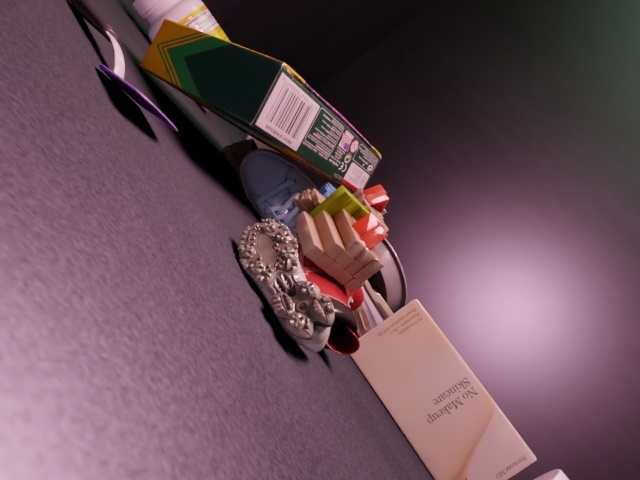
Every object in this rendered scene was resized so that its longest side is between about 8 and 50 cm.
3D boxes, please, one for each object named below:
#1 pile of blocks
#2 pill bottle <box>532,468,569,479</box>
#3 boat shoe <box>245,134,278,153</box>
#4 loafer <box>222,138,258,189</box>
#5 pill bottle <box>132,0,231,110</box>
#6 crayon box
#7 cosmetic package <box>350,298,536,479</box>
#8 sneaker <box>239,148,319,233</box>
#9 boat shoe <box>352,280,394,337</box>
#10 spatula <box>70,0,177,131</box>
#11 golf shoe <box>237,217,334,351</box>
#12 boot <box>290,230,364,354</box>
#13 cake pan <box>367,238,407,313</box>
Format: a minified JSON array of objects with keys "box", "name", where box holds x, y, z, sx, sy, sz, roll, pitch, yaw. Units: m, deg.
[{"box":[0.049,-0.056,0.703,0.149,0.113,0.362,48,15,-10],"name":"pile of blocks"},{"box":[0.481,0.614,0.731,0.362,0.210,0.210,56,3,31],"name":"pill bottle"},{"box":[-0.212,-0.305,1.578,0.103,0.118,0.320,49,-4,24],"name":"boat shoe"},{"box":[-0.139,-0.150,0.975,0.251,0.087,0.094,55,2,25],"name":"loafer"},{"box":[-0.367,-0.563,1.234,0.334,0.188,0.188,52,3,-27],"name":"pill bottle"},{"box":[-0.095,-0.237,0.808,0.313,0.106,0.363,32,6,32],"name":"crayon box"},{"box":[0.201,0.274,0.755,0.309,0.160,0.113,54,3,15],"name":"cosmetic package"},{"box":[-0.028,-0.025,0.825,0.365,0.135,0.150,53,-1,-9],"name":"sneaker"},{"box":[0.066,0.111,1.065,0.302,0.103,0.113,54,-1,8],"name":"boat shoe"},{"box":[-0.258,-0.235,0.530,0.296,0.030,0.084,54,1,25],"name":"spatula"},{"box":[-0.043,0.053,0.488,0.086,0.069,0.176,83,-19,-51],"name":"golf shoe"},{"box":[0.024,0.104,0.631,0.244,0.088,0.176,37,15,-53],"name":"boot"},{"box":[0.122,0.093,1.191,0.293,0.054,0.293,41,-38,42],"name":"cake pan"}]
